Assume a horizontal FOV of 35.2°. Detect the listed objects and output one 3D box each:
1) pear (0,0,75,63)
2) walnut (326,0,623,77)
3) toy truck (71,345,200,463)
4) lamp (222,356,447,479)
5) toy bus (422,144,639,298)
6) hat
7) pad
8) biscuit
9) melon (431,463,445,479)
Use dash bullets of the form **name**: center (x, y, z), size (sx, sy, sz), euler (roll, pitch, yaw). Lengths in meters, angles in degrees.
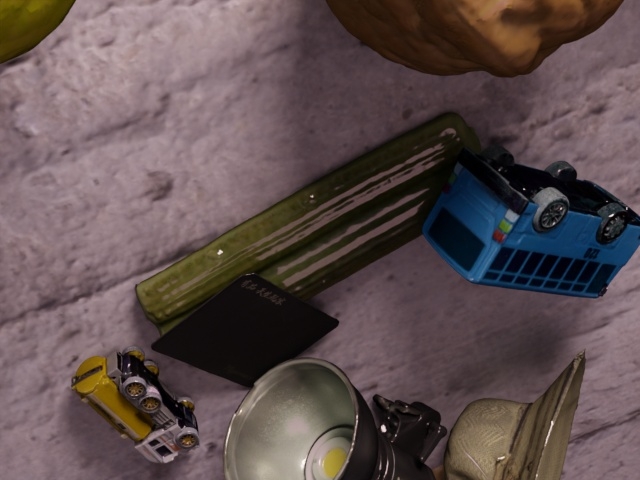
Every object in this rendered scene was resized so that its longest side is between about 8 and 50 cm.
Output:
- **pear**: center (-0.269, -0.242, 0.451), size (0.391, 0.391, 0.391), euler (-8, 123, -13)
- **walnut**: center (0.104, -0.209, 0.671), size (0.228, 0.228, 0.228), euler (-8, 123, -13)
- **toy truck**: center (-0.161, 0.147, 0.895), size (0.063, 0.052, 0.123), euler (-31, 124, 8)
- **lamp**: center (0.037, 0.215, 0.960), size (0.227, 0.147, 0.172), euler (40, 77, -44)
- **toy bus**: center (0.186, -0.010, 0.864), size (0.184, 0.090, 0.106), euler (9, 117, -39)
- **hat**: center (0.179, 0.215, 0.999), size (0.110, 0.252, 0.252), euler (14, 124, 20)
- **pad**: center (-0.061, 0.082, 0.877), size (0.112, 0.003, 0.157), euler (-38, 145, 14)
- **biscuit**: center (0.000, 0.000, 0.866), size (0.322, 0.038, 0.099), euler (-28, 122, 1)
- **melon**: center (0.149, 0.316, 1.110), size (0.098, 0.054, 0.182), euler (-28, 126, -18)
